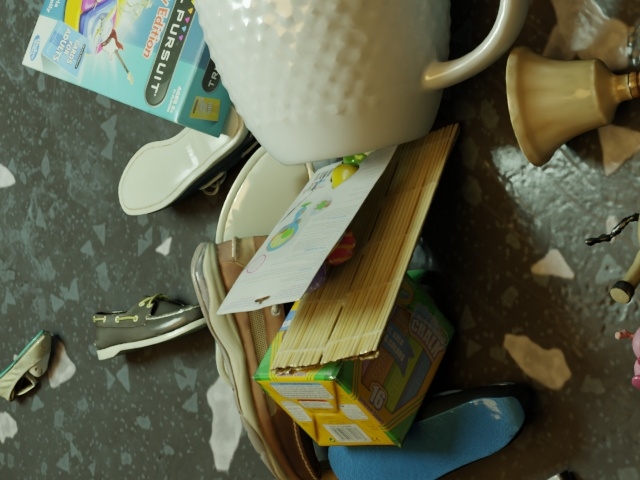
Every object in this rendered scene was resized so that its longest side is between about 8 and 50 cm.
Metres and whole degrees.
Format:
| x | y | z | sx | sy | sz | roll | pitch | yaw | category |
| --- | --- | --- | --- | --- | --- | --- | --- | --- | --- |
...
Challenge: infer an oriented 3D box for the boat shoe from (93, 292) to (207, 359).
| x | y | z | sx | sy | sz | roll | pitch | yaw | category |
| --- | --- | --- | --- | --- | --- | --- | --- | --- | --- |
| -0.234 | 0.109 | 1.703 | 0.228 | 0.081 | 0.068 | -18 | 86 | 42 | boat shoe |

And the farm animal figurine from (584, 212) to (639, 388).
| x | y | z | sx | sy | sz | roll | pitch | yaw | category |
| --- | --- | --- | --- | --- | --- | --- | --- | --- | --- |
| 0.436 | 0.075 | 1.061 | 0.327 | 0.172 | 0.330 | -8 | 128 | 45 | farm animal figurine |

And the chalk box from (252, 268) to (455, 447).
| x | y | z | sx | sy | sz | roll | pitch | yaw | category |
| --- | --- | --- | --- | --- | --- | --- | --- | --- | --- |
| 0.049 | 0.106 | 1.403 | 0.132 | 0.213 | 0.132 | -9 | 133 | 45 | chalk box |

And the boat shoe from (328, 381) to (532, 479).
| x | y | z | sx | sy | sz | roll | pitch | yaw | category |
| --- | --- | --- | --- | --- | --- | --- | --- | --- | --- |
| 0.129 | 0.225 | 1.414 | 0.258 | 0.089 | 0.109 | -16 | 97 | 34 | boat shoe |

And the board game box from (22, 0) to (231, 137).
| x | y | z | sx | sy | sz | roll | pitch | yaw | category |
| --- | --- | --- | --- | --- | --- | --- | --- | --- | --- |
| -0.219 | -0.298 | 1.602 | 0.336 | 0.079 | 0.254 | 23 | 94 | 41 | board game box |

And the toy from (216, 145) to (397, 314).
| x | y | z | sx | sy | sz | roll | pitch | yaw | category |
| --- | --- | --- | --- | --- | --- | --- | --- | --- | --- |
| 0.000 | 0.000 | 1.361 | 0.137 | 0.237 | 0.056 | -14 | 127 | 47 | toy |

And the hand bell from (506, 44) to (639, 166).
| x | y | z | sx | sy | sz | roll | pitch | yaw | category |
| --- | --- | --- | --- | --- | --- | --- | --- | --- | --- |
| 0.317 | -0.152 | 1.225 | 0.242 | 0.126 | 0.126 | -8 | 89 | 28 | hand bell |

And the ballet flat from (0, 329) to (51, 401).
| x | y | z | sx | sy | sz | roll | pitch | yaw | category |
| --- | --- | --- | --- | --- | --- | --- | --- | --- | --- |
| -0.442 | 0.192 | 1.914 | 0.052 | 0.057 | 0.168 | 45 | 129 | -5 | ballet flat |

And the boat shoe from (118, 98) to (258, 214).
| x | y | z | sx | sy | sz | roll | pitch | yaw | category |
| --- | --- | --- | --- | --- | --- | --- | --- | --- | --- |
| -0.163 | -0.107 | 1.627 | 0.254 | 0.079 | 0.095 | -38 | 68 | 33 | boat shoe |

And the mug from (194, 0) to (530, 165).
| x | y | z | sx | sy | sz | roll | pitch | yaw | category |
| --- | --- | --- | --- | --- | --- | --- | --- | --- | --- |
| 0.043 | -0.261 | 1.321 | 0.374 | 0.276 | 0.328 | -7 | 99 | 34 | mug |

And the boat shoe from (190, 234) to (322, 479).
| x | y | z | sx | sy | sz | roll | pitch | yaw | category |
| --- | --- | --- | --- | --- | --- | --- | --- | --- | --- |
| -0.048 | 0.143 | 1.467 | 0.116 | 0.123 | 0.324 | -18 | 108 | 2 | boat shoe |

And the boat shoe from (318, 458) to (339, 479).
| x | y | z | sx | sy | sz | roll | pitch | yaw | category |
| --- | --- | --- | --- | --- | --- | --- | --- | --- | --- |
| 0.043 | 0.299 | 1.496 | 0.190 | 0.072 | 0.068 | -2 | 95 | 41 | boat shoe |

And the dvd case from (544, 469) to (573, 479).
| x | y | z | sx | sy | sz | roll | pitch | yaw | category |
| --- | --- | --- | --- | --- | --- | --- | --- | --- | --- |
| 0.258 | 0.392 | 1.355 | 0.179 | 0.029 | 0.238 | -41 | 68 | 35 | dvd case |

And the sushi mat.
| x | y | z | sx | sy | sz | roll | pitch | yaw | category |
| --- | --- | --- | --- | --- | --- | --- | --- | --- | --- |
| 0.052 | 0.007 | 1.362 | 0.151 | 0.019 | 0.316 | -12 | 44 | 41 | sushi mat |

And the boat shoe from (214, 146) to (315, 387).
| x | y | z | sx | sy | sz | roll | pitch | yaw | category |
| --- | --- | --- | --- | --- | --- | --- | --- | --- | --- |
| -0.073 | 0.023 | 1.542 | 0.116 | 0.099 | 0.319 | 8 | 107 | -5 | boat shoe |
